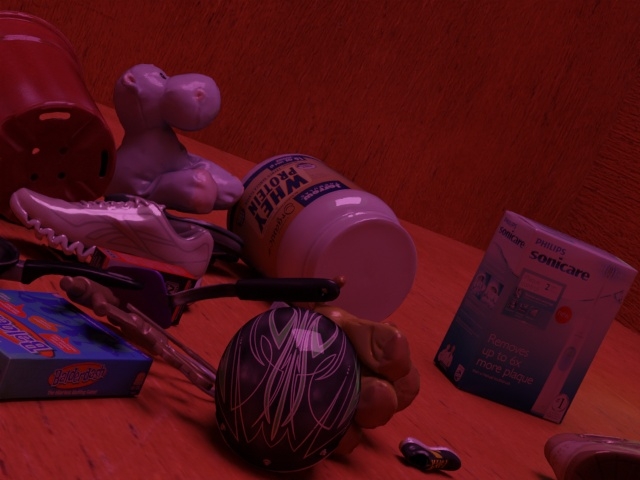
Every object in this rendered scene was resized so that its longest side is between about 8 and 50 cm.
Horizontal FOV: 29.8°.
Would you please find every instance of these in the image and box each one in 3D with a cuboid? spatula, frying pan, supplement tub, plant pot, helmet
[{"bbox_3d":[-0.122,0.062,1.419,0.296,0.084,0.030,-4,23,10],"label":"spatula"},{"bbox_3d":[-0.390,0.014,1.401,0.326,0.053,0.197,14,10,-34],"label":"frying pan"},{"bbox_3d":[0.000,0.000,2.023,0.228,0.228,0.316,19,10,-34],"label":"supplement tub"},{"bbox_3d":[-0.443,-0.169,1.800,0.272,0.272,0.265,17,19,-40],"label":"plant pot"},{"bbox_3d":[-0.034,0.154,1.263,0.169,0.169,0.161,25,-3,3],"label":"helmet"}]

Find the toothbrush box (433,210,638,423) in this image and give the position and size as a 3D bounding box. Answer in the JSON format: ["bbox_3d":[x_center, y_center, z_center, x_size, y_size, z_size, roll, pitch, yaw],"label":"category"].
[{"bbox_3d":[0.358,0.128,2.018,0.216,0.295,0.126,22,9,-21],"label":"toothbrush box"}]

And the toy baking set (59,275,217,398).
[{"bbox_3d":[-0.192,0.112,1.335,0.197,0.030,0.256,39,-4,9],"label":"toy baking set"}]

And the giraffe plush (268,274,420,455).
[{"bbox_3d":[0.046,0.160,1.447,0.170,0.181,0.210,32,17,-50],"label":"giraffe plush"}]

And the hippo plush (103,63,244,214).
[{"bbox_3d":[-0.270,-0.177,2.025,0.294,0.236,0.234,4,8,6],"label":"hippo plush"}]

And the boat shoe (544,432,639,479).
[{"bbox_3d":[0.474,0.334,1.681,0.341,0.121,0.110,20,11,-20],"label":"boat shoe"}]

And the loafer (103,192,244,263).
[{"bbox_3d":[-0.239,0.003,1.927,0.267,0.084,0.096,22,-23,-39],"label":"loafer"}]

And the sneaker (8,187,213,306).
[{"bbox_3d":[-0.284,-0.016,1.655,0.292,0.118,0.110,25,4,-21],"label":"sneaker"}]

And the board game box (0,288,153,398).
[{"bbox_3d":[-0.295,0.102,1.214,0.160,0.047,0.210,29,10,29],"label":"board game box"}]

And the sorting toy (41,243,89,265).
[{"bbox_3d":[-0.339,0.030,1.637,0.062,0.012,0.083,23,4,-46],"label":"sorting toy"}]

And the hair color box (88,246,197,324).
[{"bbox_3d":[-0.235,0.060,1.548,0.141,0.072,0.043,15,13,-42],"label":"hair color box"}]

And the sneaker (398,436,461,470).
[{"bbox_3d":[0.134,0.269,1.466,0.083,0.031,0.035,18,24,-14],"label":"sneaker"}]
